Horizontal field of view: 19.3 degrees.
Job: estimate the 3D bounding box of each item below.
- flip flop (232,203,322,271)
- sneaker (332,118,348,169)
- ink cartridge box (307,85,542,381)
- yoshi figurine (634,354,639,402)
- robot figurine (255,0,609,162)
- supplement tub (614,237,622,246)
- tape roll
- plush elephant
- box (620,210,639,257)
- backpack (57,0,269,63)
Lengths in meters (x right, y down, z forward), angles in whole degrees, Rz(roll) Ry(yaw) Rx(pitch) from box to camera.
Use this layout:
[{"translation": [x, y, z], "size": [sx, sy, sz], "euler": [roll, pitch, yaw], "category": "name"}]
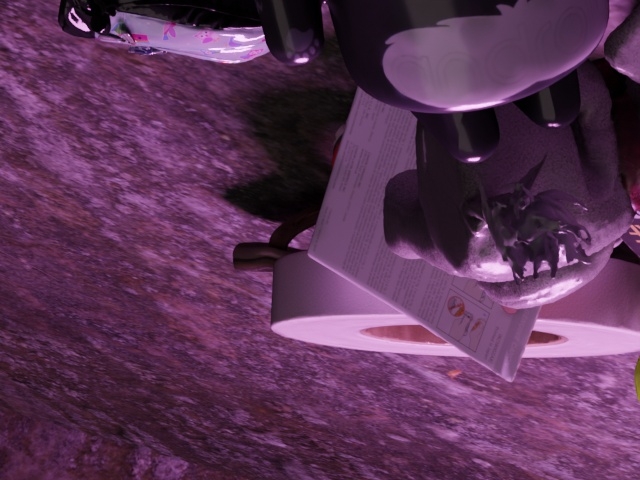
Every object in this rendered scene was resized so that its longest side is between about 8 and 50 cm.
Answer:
[{"translation": [0.000, 0.000, 2.011], "size": [0.112, 0.080, 0.277], "euler": [8, 176, -33], "category": "flip flop"}, {"translation": [0.110, -0.052, 1.674], "size": [0.279, 0.118, 0.107], "euler": [4, 155, 42], "category": "sneaker"}, {"translation": [0.109, -0.018, 1.593], "size": [0.232, 0.189, 0.066], "euler": [30, -152, 24], "category": "ink cartridge box"}, {"translation": [0.425, 0.129, 1.648], "size": [0.203, 0.204, 0.362], "euler": [6, -176, -44], "category": "yoshi figurine"}, {"translation": [0.077, -0.189, 1.126], "size": [0.173, 0.209, 0.278], "euler": [7, 130, 33], "category": "robot figurine"}, {"translation": [0.222, -0.027, 1.706], "size": [0.107, 0.071, 0.071], "euler": [1, 154, 45], "category": "supplement tub"}, {"translation": [0.143, 0.064, 1.864], "size": [0.392, 0.072, 0.392], "euler": [2, 172, 0], "category": "tape roll"}, {"translation": [0.201, -0.077, 1.353], "size": [0.255, 0.272, 0.330], "euler": [-12, -155, -13], "category": "plush elephant"}, {"translation": [0.377, -0.029, 1.516], "size": [0.307, 0.076, 0.242], "euler": [5, 157, 38], "category": "box"}, {"translation": [-0.102, -0.208, 1.444], "size": [0.182, 0.152, 0.115], "euler": [11, 169, -10], "category": "backpack"}]
